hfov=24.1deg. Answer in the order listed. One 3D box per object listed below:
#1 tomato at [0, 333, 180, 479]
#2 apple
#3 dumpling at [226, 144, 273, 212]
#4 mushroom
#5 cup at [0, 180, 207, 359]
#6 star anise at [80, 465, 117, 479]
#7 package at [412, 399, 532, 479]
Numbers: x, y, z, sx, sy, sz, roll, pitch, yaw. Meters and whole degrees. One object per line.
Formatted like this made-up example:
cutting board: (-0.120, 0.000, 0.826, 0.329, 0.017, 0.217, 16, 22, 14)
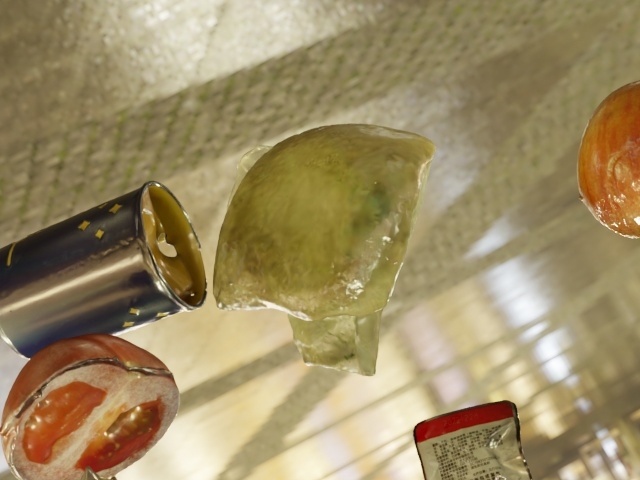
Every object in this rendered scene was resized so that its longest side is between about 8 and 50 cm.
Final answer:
tomato: (-0.287, 0.189, 1.751, 0.199, 0.112, 0.228, -51, 141, 10)
apple: (0.356, -0.070, 1.504, 0.195, 0.173, 0.160, 14, 148, -12)
dumpling: (-0.071, -0.034, 2.433, 0.162, 0.250, 0.132, -5, -171, -3)
mushroom: (-0.006, -0.008, 1.689, 0.217, 0.292, 0.212, 16, 177, 0)
cup: (-0.286, 0.056, 2.030, 0.256, 0.178, 0.255, -21, 161, 18)
star anise: (-0.192, 0.353, 1.640, 0.110, 0.198, 0.257, -30, 164, -9)
package: (0.221, 0.341, 2.052, 0.154, 0.239, 0.030, -15, 154, 7)
